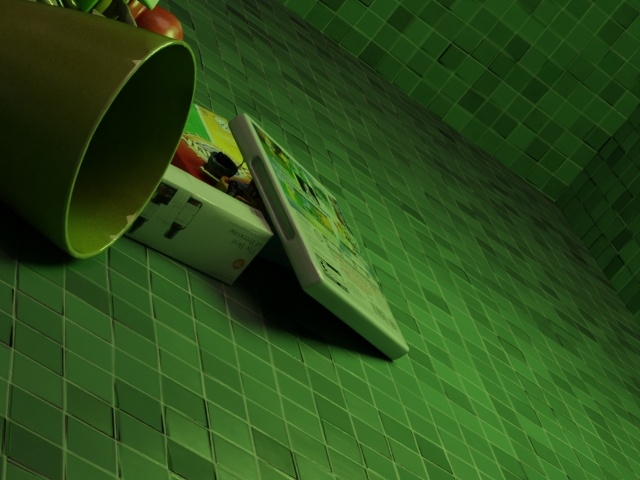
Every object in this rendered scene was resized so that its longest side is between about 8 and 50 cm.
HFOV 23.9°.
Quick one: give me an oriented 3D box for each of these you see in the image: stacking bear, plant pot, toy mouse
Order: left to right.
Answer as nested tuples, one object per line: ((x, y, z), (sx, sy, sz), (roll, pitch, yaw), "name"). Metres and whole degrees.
((-0.340, -0.164, 1.745), (0.293, 0.275, 0.275), (27, 13, 12), "plant pot")
((-0.352, -0.396, 2.496), (0.289, 0.164, 0.175), (42, 15, -9), "stacking bear")
((-0.116, -0.078, 2.121), (0.161, 0.031, 0.143), (36, 19, -21), "toy mouse")

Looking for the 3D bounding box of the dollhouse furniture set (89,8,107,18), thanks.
((-0.302, -0.172, 1.956), (0.129, 0.183, 0.129), (34, 33, -22), "dollhouse furniture set")

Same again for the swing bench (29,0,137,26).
((-0.392, -0.314, 2.156), (0.254, 0.165, 0.253), (37, 14, -32), "swing bench")

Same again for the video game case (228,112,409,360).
((0.000, 0.000, 2.173), (0.329, 0.036, 0.300), (40, 21, -58), "video game case")

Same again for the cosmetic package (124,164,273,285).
((-0.183, -0.031, 1.967), (0.239, 0.099, 0.060), (27, 22, -37), "cosmetic package")

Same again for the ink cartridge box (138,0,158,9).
((-0.378, -0.510, 2.298), (0.353, 0.119, 0.207), (35, -1, 1), "ink cartridge box")

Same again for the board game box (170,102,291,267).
((-0.175, -0.109, 2.258), (0.242, 0.064, 0.316), (24, 23, -46), "board game box")
